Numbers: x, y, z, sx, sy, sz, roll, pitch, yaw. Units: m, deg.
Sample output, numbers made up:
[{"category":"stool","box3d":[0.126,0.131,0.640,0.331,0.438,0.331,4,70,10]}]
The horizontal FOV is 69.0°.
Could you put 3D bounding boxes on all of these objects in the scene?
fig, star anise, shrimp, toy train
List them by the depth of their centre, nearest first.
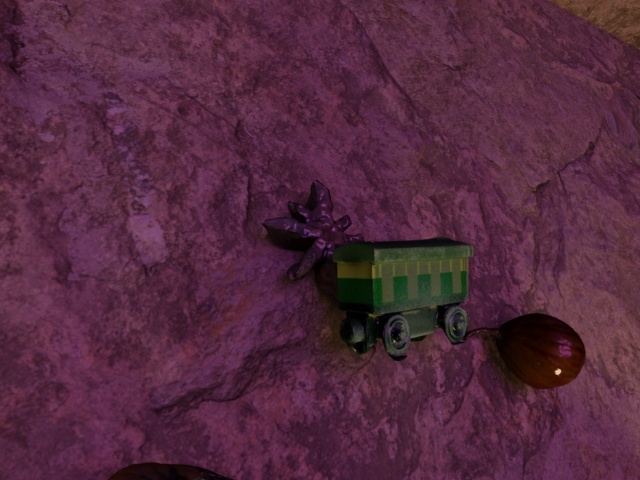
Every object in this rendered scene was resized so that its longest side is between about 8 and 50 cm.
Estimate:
[{"category":"shrimp","box3d":[-0.126,0.336,0.546,0.198,0.262,0.051,16,94,-52]},{"category":"toy train","box3d":[0.151,0.096,0.825,0.301,0.120,0.202,-2,89,-39]},{"category":"star anise","box3d":[0.000,0.000,0.865,0.229,0.093,0.236,13,61,-23]},{"category":"fig","box3d":[0.434,0.213,0.961,0.202,0.148,0.149,38,7,34]}]
